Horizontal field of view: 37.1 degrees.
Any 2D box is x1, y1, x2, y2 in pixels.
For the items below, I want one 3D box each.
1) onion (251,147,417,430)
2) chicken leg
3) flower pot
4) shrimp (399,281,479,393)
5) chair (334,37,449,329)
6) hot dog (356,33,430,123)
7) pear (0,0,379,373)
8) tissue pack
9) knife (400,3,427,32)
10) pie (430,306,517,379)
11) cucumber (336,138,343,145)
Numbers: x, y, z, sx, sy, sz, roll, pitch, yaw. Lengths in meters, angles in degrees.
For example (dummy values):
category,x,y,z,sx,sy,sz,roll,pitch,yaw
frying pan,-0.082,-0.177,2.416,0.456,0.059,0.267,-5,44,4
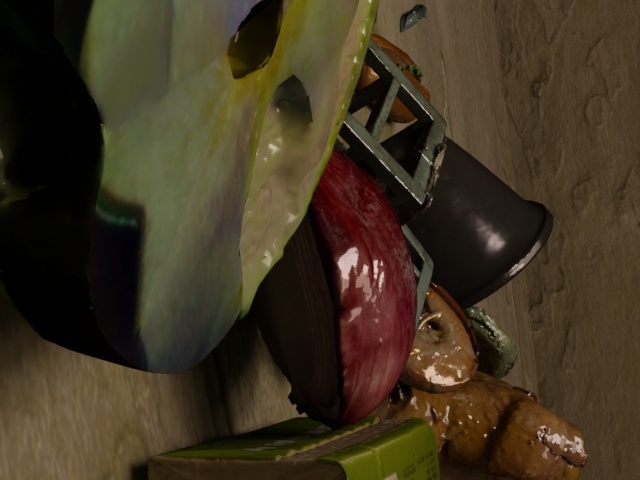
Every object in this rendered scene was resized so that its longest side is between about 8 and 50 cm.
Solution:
category,x,y,z,sx,sy,sz,roll,pitch,yaw
onion,0.007,0.004,0.784,0.227,0.120,0.283,43,-33,55
chicken leg,0.160,0.218,1.138,0.409,0.295,0.182,37,67,-48
flower pot,0.135,-0.023,1.192,0.166,0.269,0.269,57,27,-16
shrimp,0.082,0.069,1.050,0.133,0.236,0.053,-38,163,-28
chair,0.064,-0.044,0.929,0.270,0.147,0.136,46,40,-20
hot dog,0.108,-0.237,1.396,0.249,0.068,0.100,14,72,-70
pear,-0.098,-0.138,0.512,0.399,0.165,0.398,17,90,-73
tissue pack,-0.004,0.252,0.759,0.275,0.167,0.200,15,71,-72
knife,0.168,-0.401,1.708,0.210,0.015,0.028,-50,137,-64
pie,0.174,0.148,1.299,0.186,0.187,0.041,66,30,-42
cucumber,0.002,0.000,1.003,0.072,0.072,0.300,59,31,-51
